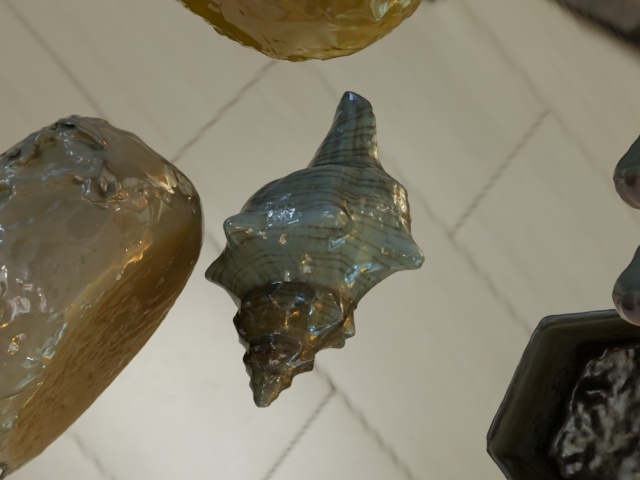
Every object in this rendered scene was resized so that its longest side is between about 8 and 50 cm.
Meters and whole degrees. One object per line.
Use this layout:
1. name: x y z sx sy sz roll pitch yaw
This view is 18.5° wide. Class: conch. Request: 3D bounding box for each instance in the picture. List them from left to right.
1. conch: -0.003 0.002 1.335 0.114 0.137 0.234 33 81 -55

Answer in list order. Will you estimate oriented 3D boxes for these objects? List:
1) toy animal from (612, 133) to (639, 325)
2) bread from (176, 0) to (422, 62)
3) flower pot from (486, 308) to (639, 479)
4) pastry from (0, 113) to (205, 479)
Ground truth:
1. toy animal: 0.169 -0.002 0.503 0.157 0.097 0.312 48 69 -15
2. bread: -0.010 -0.201 1.087 0.197 0.197 0.170 52 28 -7
3. flower pot: 0.276 0.167 1.666 0.239 0.209 0.189 54 11 18
4. pastry: -0.190 0.034 1.322 0.133 0.265 0.265 38 44 6
